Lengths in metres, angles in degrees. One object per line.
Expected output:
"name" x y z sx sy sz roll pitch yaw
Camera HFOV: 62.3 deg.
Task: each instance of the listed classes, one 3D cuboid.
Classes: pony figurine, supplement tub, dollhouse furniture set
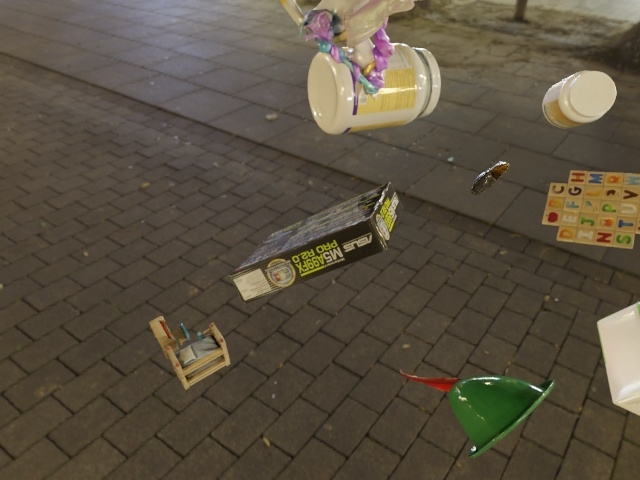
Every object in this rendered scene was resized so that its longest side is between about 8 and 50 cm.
"pony figurine" 0.080 -0.488 1.046 0.303 0.363 0.351 -44 9 -32
"supplement tub" 0.155 -0.446 1.547 0.332 0.240 0.241 -12 37 -23
"supplement tub" 0.747 -0.407 1.535 0.145 0.144 0.199 4 6 4
"dollhouse furniture set" -0.335 0.247 1.340 0.129 0.128 0.183 -27 57 -23

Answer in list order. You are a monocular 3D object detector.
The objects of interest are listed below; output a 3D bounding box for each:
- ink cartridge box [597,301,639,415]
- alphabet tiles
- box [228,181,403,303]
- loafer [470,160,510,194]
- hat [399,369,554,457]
"ink cartridge box" 0.732 0.280 1.100 0.273 0.115 0.198 26 48 -16
"alphabet tiles" 0.953 -0.113 1.808 0.343 0.011 0.285 8 68 32
"box" 0.000 0.000 0.925 0.270 0.060 0.216 -22 12 22
"loafer" 0.632 -0.236 1.975 0.062 0.170 0.061 47 6 4
"hat" 0.237 0.231 0.869 0.183 0.208 0.173 48 17 21
